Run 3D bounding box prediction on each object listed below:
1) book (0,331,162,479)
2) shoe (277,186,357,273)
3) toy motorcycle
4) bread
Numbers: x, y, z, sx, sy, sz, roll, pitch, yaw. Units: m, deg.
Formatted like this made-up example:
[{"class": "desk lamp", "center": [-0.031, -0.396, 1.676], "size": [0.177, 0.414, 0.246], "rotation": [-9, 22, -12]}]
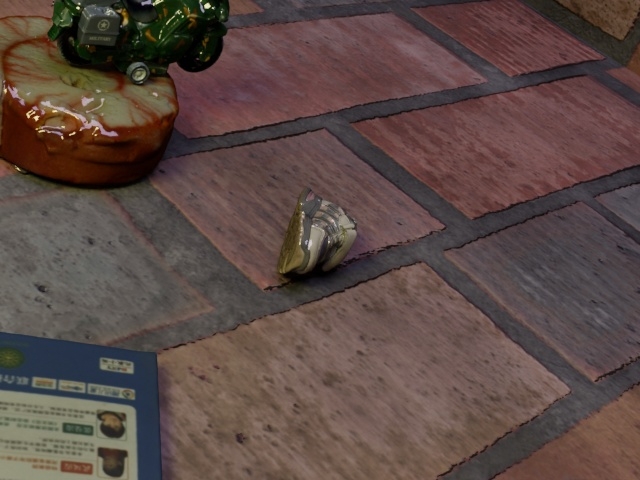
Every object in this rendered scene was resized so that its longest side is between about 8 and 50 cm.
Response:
[{"class": "book", "center": [-0.290, 0.239, 0.965], "size": [0.300, 0.039, 0.428], "rotation": [10, 35, -17]}, {"class": "shoe", "center": [0.000, 0.000, 1.429], "size": [0.092, 0.089, 0.180], "rotation": [21, 26, -5]}, {"class": "toy motorcycle", "center": [-0.234, -0.314, 1.447], "size": [0.275, 0.187, 0.124], "rotation": [-6, 42, -38]}, {"class": "bread", "center": [-0.365, -0.204, 1.484], "size": [0.328, 0.114, 0.295], "rotation": [20, 31, -2]}]
